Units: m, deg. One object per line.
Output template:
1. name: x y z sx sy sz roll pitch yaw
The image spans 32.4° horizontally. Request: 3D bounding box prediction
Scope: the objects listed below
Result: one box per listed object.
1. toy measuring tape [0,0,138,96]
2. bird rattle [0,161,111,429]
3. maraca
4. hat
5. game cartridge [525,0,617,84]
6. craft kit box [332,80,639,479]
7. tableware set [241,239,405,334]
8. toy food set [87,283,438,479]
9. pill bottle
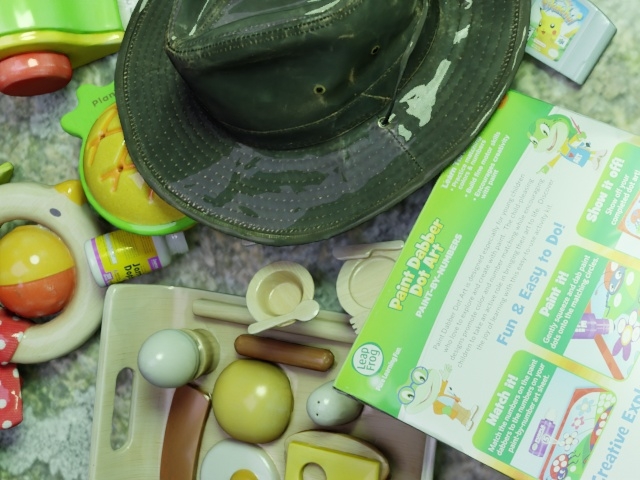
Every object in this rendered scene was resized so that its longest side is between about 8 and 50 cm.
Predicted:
1. toy measuring tape: -0.208 -0.202 0.943 0.330 0.121 0.121 -15 84 26
2. bird rattle: -0.285 0.042 0.983 0.207 0.143 0.254 -11 88 10
3. maraca: -0.146 -0.079 0.921 0.127 0.099 0.186 -29 59 -11
4. hat: -0.023 -0.162 0.778 0.331 0.134 0.331 -3 79 17
5. game cartridge: 0.171 -0.158 0.804 0.083 0.017 0.056 36 102 22
6. craft kit box: 0.171 0.046 0.744 0.246 0.061 0.250 26 83 22
7. tableware set: 0.000 0.000 0.857 0.141 0.020 0.169 -16 61 12
8. toy food set: -0.049 0.162 0.876 0.306 0.092 0.220 8 94 27
9. pill bottle: -0.157 0.008 0.942 0.083 0.043 0.043 -19 81 -6
